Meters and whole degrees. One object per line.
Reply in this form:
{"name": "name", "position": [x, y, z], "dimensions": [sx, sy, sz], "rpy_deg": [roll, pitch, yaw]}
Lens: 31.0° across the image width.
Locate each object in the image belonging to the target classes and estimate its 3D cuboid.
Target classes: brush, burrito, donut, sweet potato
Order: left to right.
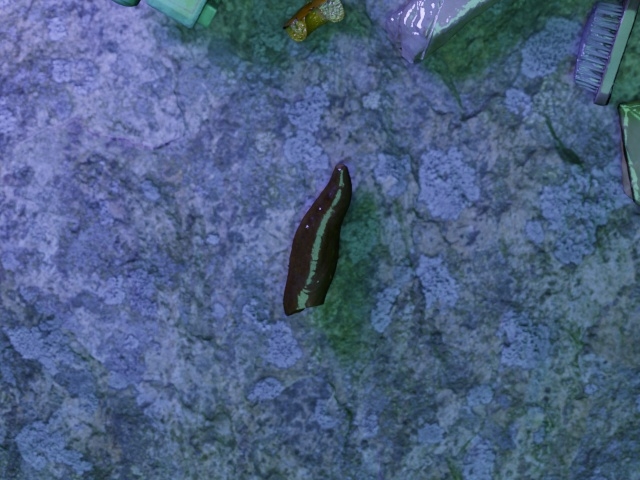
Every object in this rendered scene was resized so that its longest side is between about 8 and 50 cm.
{"name": "donut", "position": [-0.008, -0.313, 1.630], "dimensions": [0.083, 0.067, 0.038], "rpy_deg": [-47, 121, -18]}
{"name": "sweet potato", "position": [0.000, 0.000, 1.728], "dimensions": [0.077, 0.077, 0.243], "rpy_deg": [16, 99, -2]}
{"name": "burrito", "position": [0.217, -0.351, 1.607], "dimensions": [0.275, 0.059, 0.082], "rpy_deg": [-33, 89, 12]}
{"name": "brush", "position": [0.419, -0.350, 1.597], "dimensions": [0.065, 0.070, 0.327], "rpy_deg": [18, 107, 8]}

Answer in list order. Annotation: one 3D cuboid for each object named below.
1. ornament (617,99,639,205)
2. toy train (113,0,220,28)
{"name": "ornament", "position": [0.501, -0.146, 1.661], "dimensions": [0.180, 0.059, 0.201], "rpy_deg": [36, 103, -7]}
{"name": "toy train", "position": [-0.186, -0.426, 1.556], "dimensions": [0.188, 0.159, 0.271], "rpy_deg": [29, 107, -13]}
